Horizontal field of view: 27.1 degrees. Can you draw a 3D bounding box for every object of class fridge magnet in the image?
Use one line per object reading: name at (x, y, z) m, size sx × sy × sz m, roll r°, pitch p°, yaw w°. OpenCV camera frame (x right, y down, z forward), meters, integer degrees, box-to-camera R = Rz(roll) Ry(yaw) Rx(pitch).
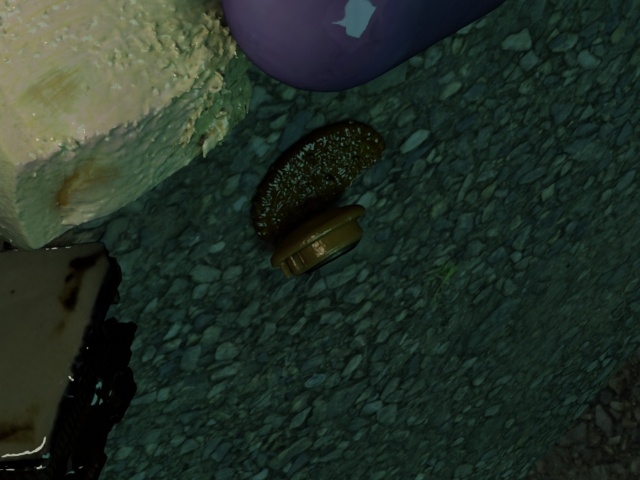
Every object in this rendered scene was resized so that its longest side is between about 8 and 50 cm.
fridge magnet at (0.000, 0.000, 1.722) m, size 0.143 × 0.063 × 0.143 m, roll -30°, pitch 176°, yaw -2°

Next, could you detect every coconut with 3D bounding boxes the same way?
coconut at (-0.239, -0.150, 1.136) m, size 0.309 × 0.297 × 0.297 m, roll -30°, pitch 146°, yaw -22°

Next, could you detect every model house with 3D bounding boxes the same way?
model house at (-0.362, 0.173, 1.492) m, size 0.282 × 0.297 × 0.317 m, roll 80°, pitch 22°, yaw -66°

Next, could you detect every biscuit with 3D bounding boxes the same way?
biscuit at (-0.008, -0.083, 1.681) m, size 0.206 × 0.025 × 0.126 m, roll -38°, pitch 147°, yaw -4°

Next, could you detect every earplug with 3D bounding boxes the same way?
earplug at (0.052, -0.253, 1.196) m, size 0.215 × 0.215 × 0.456 m, roll -62°, pitch 173°, yaw 29°
